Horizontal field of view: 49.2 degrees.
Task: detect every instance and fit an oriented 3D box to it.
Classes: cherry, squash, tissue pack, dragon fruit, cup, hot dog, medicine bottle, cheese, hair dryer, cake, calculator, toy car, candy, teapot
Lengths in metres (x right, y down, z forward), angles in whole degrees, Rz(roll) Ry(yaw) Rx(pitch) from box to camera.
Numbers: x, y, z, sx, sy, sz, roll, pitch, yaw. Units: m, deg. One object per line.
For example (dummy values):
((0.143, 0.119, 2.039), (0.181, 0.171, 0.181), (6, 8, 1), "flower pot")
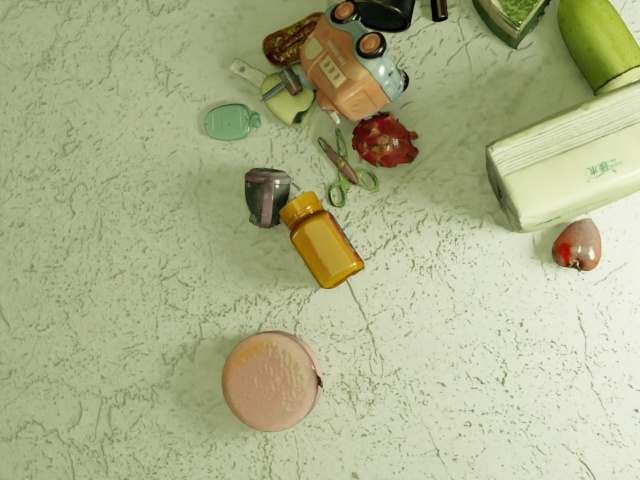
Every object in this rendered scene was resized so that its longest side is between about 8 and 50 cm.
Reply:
((0.587, 0.018, 1.584), (0.106, 0.087, 0.126), (38, 77, 17), "cherry")
((0.623, -0.462, 1.576), (0.132, 0.132, 0.247), (-26, 82, 9), "squash")
((0.558, -0.170, 1.494), (0.380, 0.297, 0.207), (-23, 81, 12), "tissue pack")
((0.154, -0.233, 1.661), (0.166, 0.133, 0.136), (26, 102, 1), "dragon fruit")
((0.184, -0.602, 1.686), (0.166, 0.239, 0.177), (9, 81, 53), "cup")
((-0.054, -0.500, 1.754), (0.191, 0.059, 0.108), (-22, 79, 12), "hot dog")
((0.001, 0.000, 1.672), (0.112, 0.149, 0.222), (-34, 81, 8), "medicine bottle")
((-0.121, -0.388, 1.763), (0.251, 0.054, 0.127), (33, 95, 12), "cheese")
((-0.103, -0.367, 1.717), (0.114, 0.037, 0.063), (-31, 84, 19), "hair dryer")
((0.469, -0.617, 1.599), (0.172, 0.158, 0.284), (38, 94, 12), "cake")
((-0.226, -0.304, 1.797), (0.153, 0.021, 0.095), (-3, 87, 15), "calculator")
((0.060, -0.405, 1.638), (0.212, 0.180, 0.270), (-36, 59, 10), "toy car")
((-0.111, 0.342, 1.708), (0.255, 0.094, 0.255), (0, 88, 12), "candy")
((-0.125, -0.099, 1.716), (0.148, 0.116, 0.146), (21, 109, 52), "teapot")

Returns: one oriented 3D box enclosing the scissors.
((0.055, -0.184, 1.735), (0.133, 0.020, 0.187), (-25, 84, 14), "scissors")
